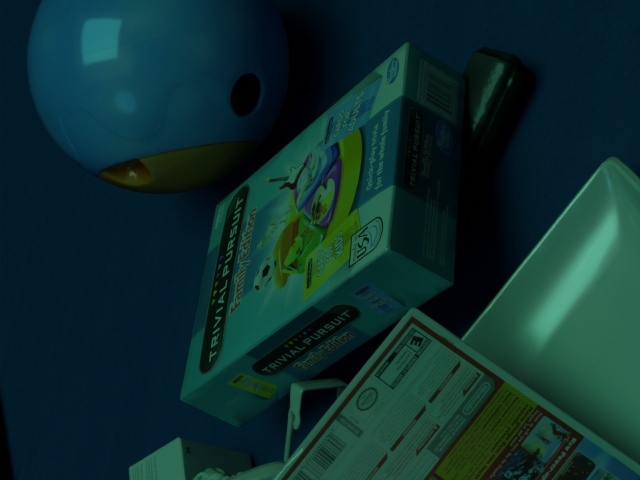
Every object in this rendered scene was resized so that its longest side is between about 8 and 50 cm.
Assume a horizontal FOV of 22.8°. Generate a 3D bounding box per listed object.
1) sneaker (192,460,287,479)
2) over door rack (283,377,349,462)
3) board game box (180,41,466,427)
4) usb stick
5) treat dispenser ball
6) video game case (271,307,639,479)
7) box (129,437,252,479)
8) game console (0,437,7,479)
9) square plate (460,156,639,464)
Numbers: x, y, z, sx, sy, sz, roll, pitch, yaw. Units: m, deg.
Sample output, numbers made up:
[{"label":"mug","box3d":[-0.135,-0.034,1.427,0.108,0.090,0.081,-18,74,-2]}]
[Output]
[{"label":"sneaker","box3d":[-0.089,0.238,1.445,0.212,0.080,0.094,-38,28,33]},{"label":"over door rack","box3d":[-0.004,0.302,1.424,0.239,0.108,0.324,25,101,55]},{"label":"board game box","box3d":[0.000,0.000,1.548,0.336,0.079,0.253,-37,34,42]},{"label":"usb stick","box3d":[0.120,-0.056,1.541,0.077,0.045,0.278,31,97,52]},{"label":"treat dispenser ball","box3d":[-0.178,-0.194,1.754,0.288,0.288,0.288,-24,56,41]},{"label":"video game case","box3d":[0.113,0.203,1.275,0.285,0.025,0.204,35,83,37]},{"label":"box","box3d":[-0.128,0.269,1.629,0.087,0.101,0.102,-34,51,34]},{"label":"game console","box3d":[-0.500,0.415,2.032,0.342,0.060,0.386,-40,47,23]},{"label":"square plate","box3d":[0.233,0.158,1.311,0.347,0.049,0.344,-54,42,17]}]
